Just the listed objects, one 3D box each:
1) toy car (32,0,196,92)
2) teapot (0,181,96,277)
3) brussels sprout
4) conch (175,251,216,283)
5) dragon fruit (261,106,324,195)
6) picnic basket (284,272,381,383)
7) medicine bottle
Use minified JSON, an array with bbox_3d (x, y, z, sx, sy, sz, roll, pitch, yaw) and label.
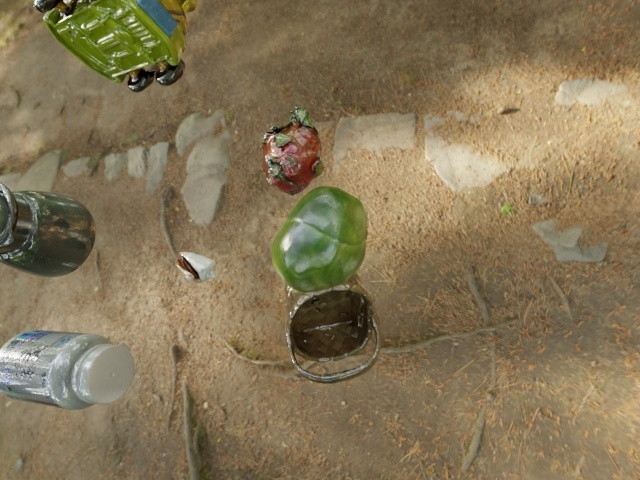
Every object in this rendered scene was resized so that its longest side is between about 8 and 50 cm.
[{"bbox_3d":[-0.322,-0.368,0.662,0.248,0.200,0.142,7,67,32],"label":"toy car"},{"bbox_3d":[-0.742,-0.067,0.971,0.224,0.285,0.305,-24,76,4],"label":"teapot"},{"bbox_3d":[0.003,0.003,0.527,0.118,0.155,0.155,28,90,14],"label":"brussels sprout"},{"bbox_3d":[-0.436,0.089,1.394,0.176,0.094,0.104,34,75,6],"label":"conch"},{"bbox_3d":[-0.082,-0.253,1.087,0.199,0.200,0.268,-8,83,25],"label":"dragon fruit"},{"bbox_3d":[0.040,0.283,1.200,0.293,0.337,0.336,-12,68,-5],"label":"picnic basket"},{"bbox_3d":[-0.379,0.191,0.598,0.192,0.107,0.106,-3,74,23],"label":"medicine bottle"}]
